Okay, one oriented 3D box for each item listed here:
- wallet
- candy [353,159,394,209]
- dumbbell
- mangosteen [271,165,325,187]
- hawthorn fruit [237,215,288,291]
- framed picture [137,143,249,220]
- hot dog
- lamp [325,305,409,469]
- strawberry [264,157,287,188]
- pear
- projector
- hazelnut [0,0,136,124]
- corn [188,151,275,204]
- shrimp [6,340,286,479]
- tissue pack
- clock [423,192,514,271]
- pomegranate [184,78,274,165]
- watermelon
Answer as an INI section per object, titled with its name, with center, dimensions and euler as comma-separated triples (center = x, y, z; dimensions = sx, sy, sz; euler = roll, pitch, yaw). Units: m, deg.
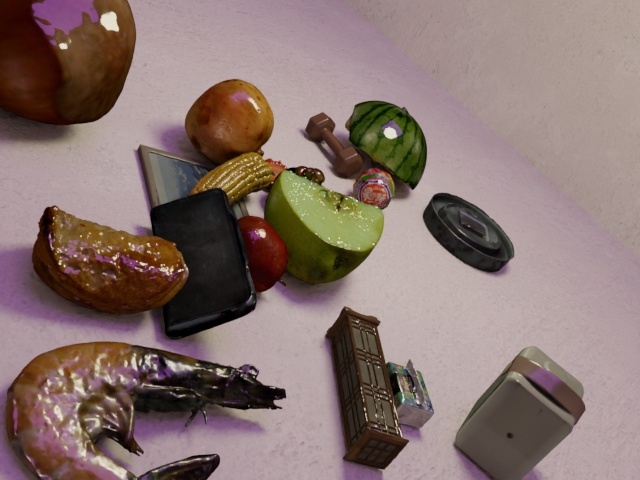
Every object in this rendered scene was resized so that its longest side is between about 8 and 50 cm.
[wallet]
center = -0.225, 0.031, 1.358
dimensions = 0.172, 0.045, 0.318
euler = -19, 49, -3
[candy]
center = 0.154, -0.186, 2.150
dimensions = 0.124, 0.124, 0.365
euler = 30, 18, -8
[dumbbell]
center = 0.041, -0.289, 2.176
dimensions = 0.082, 0.092, 0.231
euler = -6, 48, -37
[mangosteen]
center = -0.050, -0.128, 1.769
dimensions = 0.137, 0.151, 0.137
euler = 16, 51, -21
[hawthorn fruit]
center = -0.131, 0.035, 1.461
dimensions = 0.172, 0.148, 0.148
euler = 37, 28, -11
[framed picture]
center = -0.267, -0.081, 1.614
dimensions = 0.247, 0.022, 0.335
euler = 13, 35, -33
[hot dog]
center = -0.362, 0.042, 1.239
dimensions = 0.259, 0.114, 0.175
euler = 20, 27, -27
[lamp]
center = 0.080, 0.269, 1.372
dimensions = 0.090, 0.089, 0.325
euler = 22, 30, -20
[strawberry]
center = -0.129, -0.167, 1.864
dimensions = 0.152, 0.048, 0.104
euler = 16, 38, -14
[pear]
center = 0.000, 0.000, 1.630
dimensions = 0.292, 0.159, 0.292
euler = 22, 32, -15
[projector]
center = 0.405, 0.339, 1.442
dimensions = 0.163, 0.242, 0.177
euler = 38, 30, 12
[hazelnut]
center = -0.564, -0.404, 1.499
dimensions = 0.365, 0.366, 0.366
euler = 25, 30, -16
[corn]
center = -0.203, -0.125, 1.633
dimensions = 0.101, 0.101, 0.291
euler = 38, 33, 6
[shrimp]
center = -0.228, 0.264, 1.073
dimensions = 0.445, 0.085, 0.272
euler = 6, 45, -37
[tissue pack]
center = 0.173, 0.297, 1.432
dimensions = 0.085, 0.079, 0.111
euler = 21, 31, -24
[clock]
center = 0.455, -0.027, 2.235
dimensions = 0.312, 0.061, 0.313
euler = 25, 30, -16
[pomegranate]
center = -0.218, -0.279, 1.778
dimensions = 0.215, 0.215, 0.215
euler = 25, 30, -16
[watermelon]
center = 0.222, -0.317, 2.239
dimensions = 0.330, 0.189, 0.331
euler = 34, 17, -12
